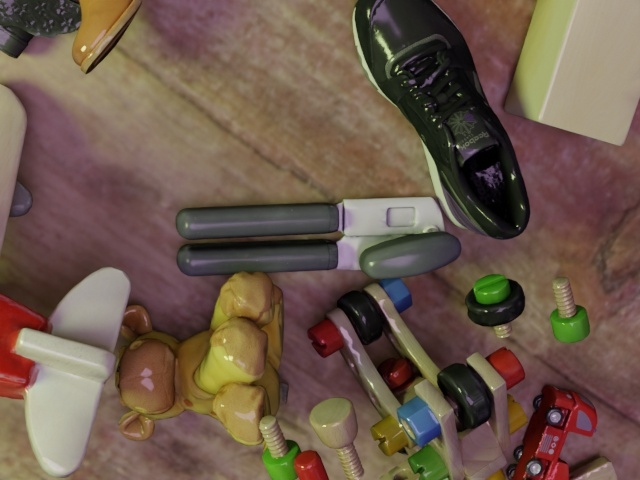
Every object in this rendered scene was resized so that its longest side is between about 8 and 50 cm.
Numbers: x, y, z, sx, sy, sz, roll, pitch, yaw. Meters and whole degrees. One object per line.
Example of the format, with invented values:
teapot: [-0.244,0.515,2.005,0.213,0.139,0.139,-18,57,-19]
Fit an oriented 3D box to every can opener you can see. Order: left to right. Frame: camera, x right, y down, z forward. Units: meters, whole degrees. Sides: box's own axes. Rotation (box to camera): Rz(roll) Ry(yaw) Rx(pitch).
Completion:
can opener: [0.000,0.000,1.057,0.283,0.095,0.076,-3,102,-15]

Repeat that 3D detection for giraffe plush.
giraffe plush: [-0.127,0.128,1.045,0.171,0.210,0.181,1,61,6]

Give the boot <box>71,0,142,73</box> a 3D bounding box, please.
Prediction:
boot: [-0.230,-0.264,0.966,0.152,0.073,0.197,26,71,-17]

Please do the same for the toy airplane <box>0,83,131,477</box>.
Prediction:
toy airplane: [-0.364,0.074,0.909,0.386,0.272,0.384,-29,97,-44]

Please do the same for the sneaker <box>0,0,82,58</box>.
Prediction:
sneaker: [-0.306,-0.239,0.988,0.170,0.051,0.089,39,94,-19]

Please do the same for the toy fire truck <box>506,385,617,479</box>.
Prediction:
toy fire truck: [0.283,0.268,1.182,0.135,0.047,0.192,17,98,-12]

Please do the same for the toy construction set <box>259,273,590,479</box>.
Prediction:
toy construction set: [0.093,0.201,1.016,0.309,0.257,0.237,-41,124,-38]

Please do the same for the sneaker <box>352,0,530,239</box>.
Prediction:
sneaker: [0.133,-0.130,1.036,0.107,0.124,0.283,-32,104,-1]

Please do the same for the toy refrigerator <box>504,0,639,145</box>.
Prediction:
toy refrigerator: [0.282,-0.241,1.053,0.102,0.094,0.269,13,100,-18]
